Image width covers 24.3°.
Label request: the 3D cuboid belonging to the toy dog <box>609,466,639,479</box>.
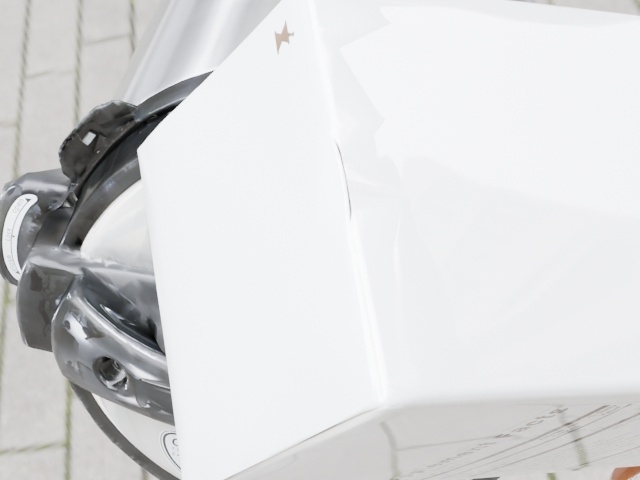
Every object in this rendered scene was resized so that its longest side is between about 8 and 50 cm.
[{"bbox_3d":[0.324,0.145,1.574,0.161,0.220,0.334,-10,9,-1],"label":"toy dog"}]

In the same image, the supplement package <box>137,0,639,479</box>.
[{"bbox_3d":[0.090,0.008,0.681,0.293,0.175,0.177,2,69,-31],"label":"supplement package"}]

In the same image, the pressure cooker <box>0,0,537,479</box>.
[{"bbox_3d":[-0.001,-0.005,1.054,0.370,0.375,0.420,-26,28,23],"label":"pressure cooker"}]
